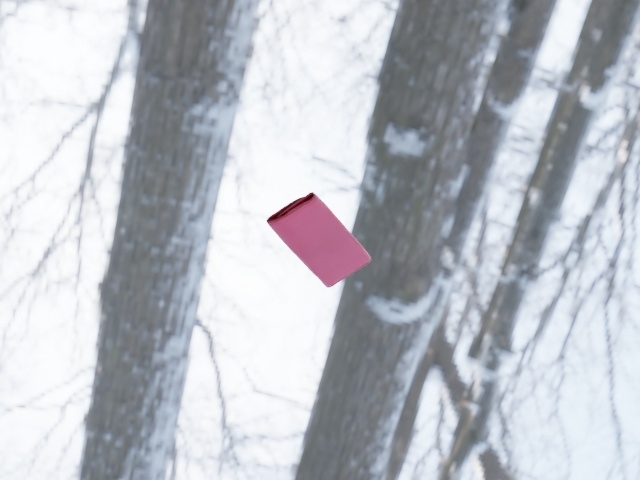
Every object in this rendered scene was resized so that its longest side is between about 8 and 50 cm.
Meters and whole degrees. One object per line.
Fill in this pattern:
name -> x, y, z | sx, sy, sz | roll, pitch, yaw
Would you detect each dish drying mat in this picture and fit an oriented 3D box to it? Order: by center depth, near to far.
dish drying mat -> 0.000, 0.000, 0.834 | 0.032, 0.083, 0.008 | -34, -124, 6
